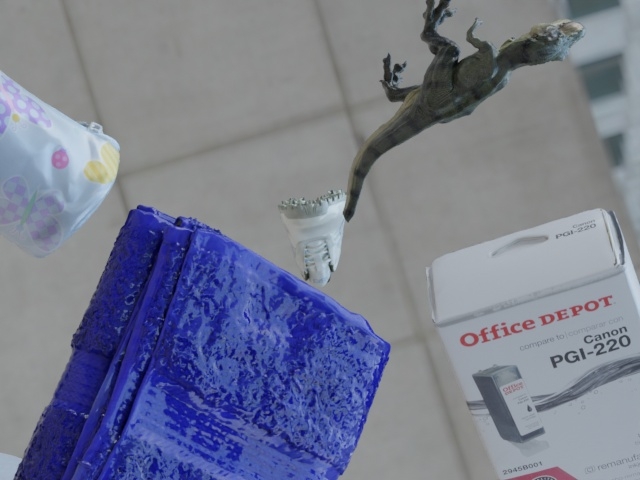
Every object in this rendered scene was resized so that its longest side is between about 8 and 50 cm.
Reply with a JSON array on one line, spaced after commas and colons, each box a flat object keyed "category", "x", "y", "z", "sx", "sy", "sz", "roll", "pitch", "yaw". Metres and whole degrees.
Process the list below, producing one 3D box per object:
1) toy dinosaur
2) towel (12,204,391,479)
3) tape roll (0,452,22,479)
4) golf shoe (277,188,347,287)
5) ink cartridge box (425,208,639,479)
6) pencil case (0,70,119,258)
[{"category": "toy dinosaur", "x": 0.101, "y": -0.140, "z": 1.605, "sx": 0.064, "sy": 0.268, "sz": 0.118, "roll": 32, "pitch": 27, "yaw": -46}, {"category": "towel", "x": -0.084, "y": 0.156, "z": 1.223, "sx": 0.076, "sy": 0.228, "sz": 0.308, "roll": -6, "pitch": -122, "yaw": 61}, {"category": "tape roll", "x": -0.306, "y": 0.323, "z": 1.871, "sx": 0.219, "sy": 0.072, "sz": 0.219, "roll": 40, "pitch": 17, "yaw": -15}, {"category": "golf shoe", "x": 0.000, "y": 0.000, "z": 1.740, "sx": 0.176, "sy": 0.069, "sz": 0.086, "roll": 65, "pitch": 14, "yaw": -83}, {"category": "ink cartridge box", "x": 0.193, "y": 0.100, "z": 1.452, "sx": 0.092, "sy": 0.158, "sz": 0.218, "roll": -90, "pitch": 159, "yaw": -59}, {"category": "pencil case", "x": -0.298, "y": -0.104, "z": 1.516, "sx": 0.273, "sy": 0.124, "sz": 0.113, "roll": 38, "pitch": 7, "yaw": -21}]
